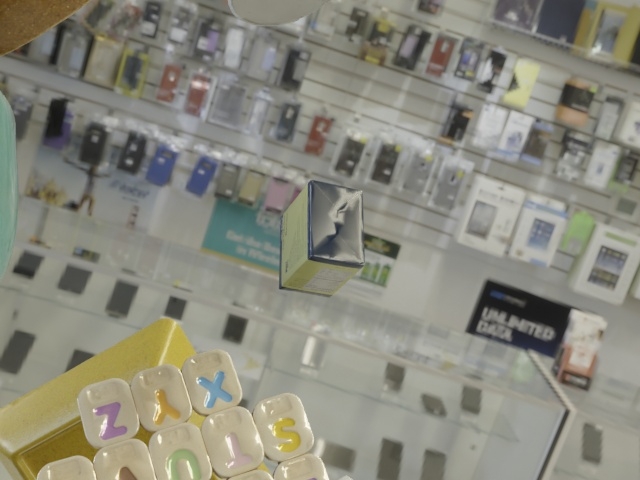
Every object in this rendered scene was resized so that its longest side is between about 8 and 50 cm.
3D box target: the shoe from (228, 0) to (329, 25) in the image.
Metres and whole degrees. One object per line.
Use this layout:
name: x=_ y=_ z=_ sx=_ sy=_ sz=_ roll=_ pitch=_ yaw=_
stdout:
shoe: x=-0.014 y=-0.264 z=0.873 sx=0.178 sy=0.063 sz=0.081 roll=-26 pitch=23 yaw=-10

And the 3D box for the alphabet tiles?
alphabet tiles: x=-0.133 y=0.256 z=0.896 sx=0.284 sy=0.278 sz=0.021 roll=-14 pitch=-21 yaw=-17

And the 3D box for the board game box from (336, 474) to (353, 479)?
board game box: x=-0.067 y=0.343 z=0.689 sx=0.053 sy=0.305 sz=0.193 roll=35 pitch=32 yaw=30

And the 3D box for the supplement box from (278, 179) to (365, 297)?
supplement box: x=0.000 y=0.000 z=0.854 sx=0.056 sy=0.083 sz=0.083 roll=11 pitch=-30 yaw=-20

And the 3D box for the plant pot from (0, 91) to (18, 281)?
plant pot: x=-0.484 y=-0.032 z=1.002 sx=0.293 sy=0.293 sz=0.235 roll=8 pitch=50 yaw=-41

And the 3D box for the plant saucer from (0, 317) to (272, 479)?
plant saucer: x=-0.274 y=0.332 z=1.257 sx=0.333 sy=0.332 sz=0.081 roll=60 pitch=3 yaw=-10

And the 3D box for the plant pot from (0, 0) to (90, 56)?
plant pot: x=-0.228 y=-0.254 z=0.442 sx=0.237 sy=0.237 sz=0.254 roll=28 pitch=-21 yaw=39
